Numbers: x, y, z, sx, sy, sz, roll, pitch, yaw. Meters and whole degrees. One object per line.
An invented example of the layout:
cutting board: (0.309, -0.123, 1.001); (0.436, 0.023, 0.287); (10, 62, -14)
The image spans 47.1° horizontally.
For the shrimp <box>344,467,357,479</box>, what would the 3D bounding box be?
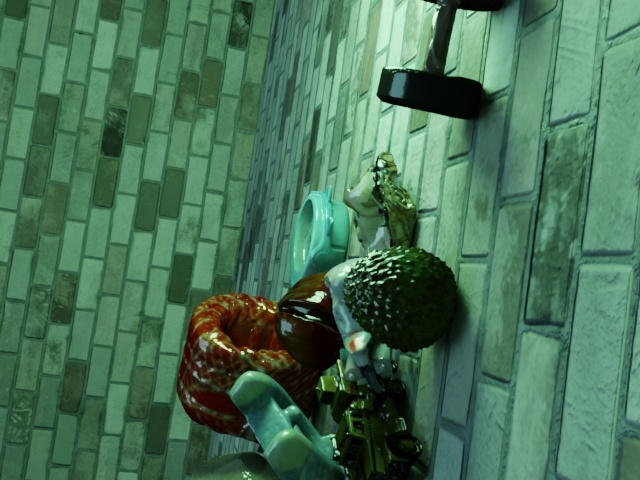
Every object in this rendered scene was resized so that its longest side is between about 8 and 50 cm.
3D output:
shrimp: (0.064, 0.394, 1.342); (0.251, 0.052, 0.143); (-88, 3, -50)

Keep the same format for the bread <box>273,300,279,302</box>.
bread: (-0.097, 0.224, 1.945); (0.111, 0.114, 0.129); (119, 157, -53)

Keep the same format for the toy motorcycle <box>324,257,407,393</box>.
toy motorcycle: (0.061, 0.115, 1.195); (0.260, 0.110, 0.171); (-91, -24, -52)

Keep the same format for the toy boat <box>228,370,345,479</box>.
toy boat: (-0.031, 0.327, 1.203); (0.215, 0.123, 0.330); (47, 166, 40)

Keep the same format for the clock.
clock: (0.000, 0.000, 1.750); (0.274, 0.094, 0.223); (119, 156, -50)

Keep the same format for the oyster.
oyster: (0.108, -0.031, 1.338); (0.198, 0.092, 0.259); (163, 98, -73)

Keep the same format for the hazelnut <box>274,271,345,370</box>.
hazelnut: (-0.002, 0.156, 1.475); (0.204, 0.178, 0.178); (-67, 8, -21)

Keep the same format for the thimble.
thimble: (-0.161, 0.290, 1.724); (0.350, 0.350, 0.230); (-116, 38, -67)

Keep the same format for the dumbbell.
dumbbell: (0.177, -0.298, 1.080); (0.152, 0.153, 0.218); (-132, 52, -73)

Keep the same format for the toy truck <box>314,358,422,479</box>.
toy truck: (0.075, 0.299, 1.182); (0.257, 0.127, 0.127); (-110, 32, -56)

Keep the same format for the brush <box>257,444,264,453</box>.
brush: (-0.147, 0.556, 2.123); (0.027, 0.034, 0.190); (-72, 1, -50)

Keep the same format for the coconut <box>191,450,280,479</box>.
coconut: (-0.186, 0.641, 1.699); (0.297, 0.298, 0.309); (-134, 51, -73)

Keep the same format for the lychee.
lychee: (0.114, 0.083, 1.068); (0.171, 0.171, 0.171); (-171, 90, -76)
